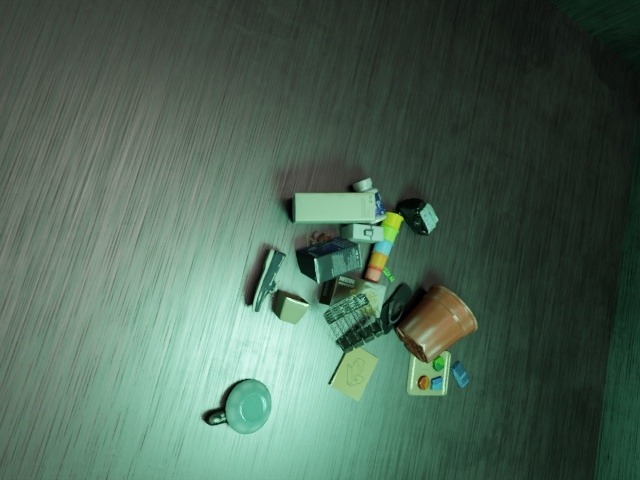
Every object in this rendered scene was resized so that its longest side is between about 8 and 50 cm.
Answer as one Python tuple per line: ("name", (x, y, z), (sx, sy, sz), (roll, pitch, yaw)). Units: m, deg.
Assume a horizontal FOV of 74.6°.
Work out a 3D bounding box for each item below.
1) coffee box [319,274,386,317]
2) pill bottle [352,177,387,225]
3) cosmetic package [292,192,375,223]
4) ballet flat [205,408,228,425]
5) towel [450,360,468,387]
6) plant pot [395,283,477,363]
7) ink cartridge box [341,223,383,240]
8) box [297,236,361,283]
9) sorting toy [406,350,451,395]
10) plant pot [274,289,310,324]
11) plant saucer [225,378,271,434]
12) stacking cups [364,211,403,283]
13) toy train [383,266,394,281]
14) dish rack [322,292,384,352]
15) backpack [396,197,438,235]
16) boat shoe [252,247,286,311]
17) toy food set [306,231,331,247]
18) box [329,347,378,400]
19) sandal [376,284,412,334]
("coffee box", (0.138, 0.228, 1.766), (0.247, 0.098, 0.141), (19, 80, -24))
("pill bottle", (0.206, -0.169, 1.812), (0.112, 0.112, 0.186), (-25, 98, -25))
("cosmetic package", (0.047, -0.125, 1.658), (0.310, 0.160, 0.113), (0, 88, -9))
("ballet flat", (-0.339, 0.643, 1.551), (0.173, 0.049, 0.057), (4, 73, -32))
("towel", (0.684, 0.655, 2.055), (0.067, 0.029, 0.119), (-34, 102, -24))
("plant pot", (0.494, 0.381, 1.860), (0.265, 0.272, 0.272), (-37, 104, -15))
("ink cartridge box", (0.179, -0.029, 1.793), (0.150, 0.109, 0.063), (5, 83, -26))
("box", (0.036, 0.075, 1.683), (0.207, 0.153, 0.108), (-17, 110, -27))
("sorting toy", (0.520, 0.571, 1.971), (0.229, 0.041, 0.307), (12, 83, -25))
("plant pot", (-0.120, 0.265, 1.639), (0.109, 0.109, 0.096), (22, 90, -24))
("plant saucer", (-0.256, 0.619, 1.563), (0.195, 0.037, 0.195), (11, 72, -36))
("stacking cups", (0.278, 0.036, 1.847), (0.096, 0.096, 0.316), (23, 78, -24))
("toy train", (0.304, 0.152, 1.898), (0.024, 0.017, 0.083), (-40, 105, -11))
("dish rack", (0.131, 0.323, 1.691), (0.208, 0.074, 0.271), (-28, 121, -1))
("backpack", (0.455, -0.106, 1.917), (0.115, 0.152, 0.182), (-45, 119, -11))
("boat shoe", (-0.198, 0.158, 1.611), (0.079, 0.095, 0.254), (20, 70, -13))
("toy food set", (0.000, 0.000, 1.753), (0.122, 0.019, 0.078), (-3, 89, -26))
("box", (0.146, 0.561, 1.799), (0.164, 0.021, 0.201), (36, 72, -21))
("sandal", (0.332, 0.304, 1.883), (0.097, 0.054, 0.254), (39, 72, -19))
